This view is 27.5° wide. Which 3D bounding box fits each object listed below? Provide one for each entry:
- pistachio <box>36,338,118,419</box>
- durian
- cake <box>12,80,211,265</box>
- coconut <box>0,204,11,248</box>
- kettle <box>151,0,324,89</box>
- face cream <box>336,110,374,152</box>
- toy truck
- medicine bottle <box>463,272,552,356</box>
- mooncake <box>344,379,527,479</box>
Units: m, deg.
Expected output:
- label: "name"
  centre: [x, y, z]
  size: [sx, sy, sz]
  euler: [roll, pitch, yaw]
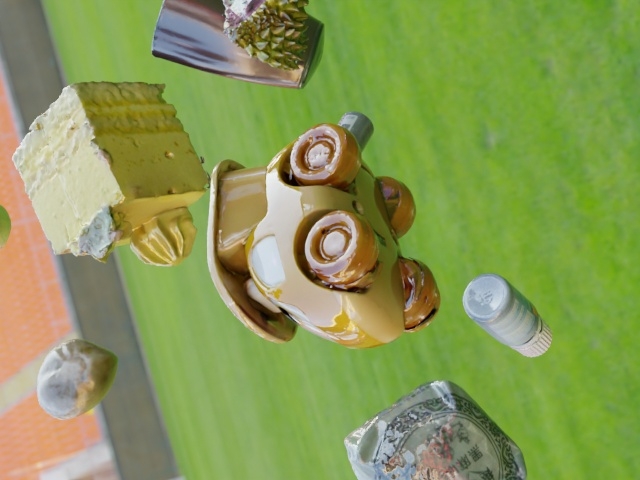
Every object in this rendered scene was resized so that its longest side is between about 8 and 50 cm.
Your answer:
- label: "pistachio"
  centre: [-0.383, 0.220, 2.036]
  size: [0.185, 0.126, 0.108]
  euler: [-44, 71, 45]
- label: "durian"
  centre: [-0.046, -0.278, 1.576]
  size: [0.119, 0.108, 0.186]
  euler: [35, -162, -22]
- label: "cake"
  centre: [-0.333, -0.091, 2.173]
  size: [0.222, 0.227, 0.286]
  euler: [-40, 69, 38]
- label: "coconut"
  centre: [-0.664, -0.029, 2.549]
  size: [0.122, 0.116, 0.116]
  euler: [97, 156, -83]
- label: "kettle"
  centre: [-0.111, -0.296, 1.900]
  size: [0.202, 0.232, 0.144]
  euler: [-105, 35, -87]
- label: "face cream"
  centre: [0.024, -0.143, 2.558]
  size: [0.073, 0.073, 0.283]
  euler: [85, -154, -43]
- label: "toy truck"
  centre: [0.000, 0.000, 1.539]
  size: [0.204, 0.212, 0.288]
  euler: [37, -144, -50]
- label: "medicine bottle"
  centre: [0.300, 0.124, 2.065]
  size: [0.203, 0.083, 0.083]
  euler: [40, -159, -51]
- label: "mooncake"
  centre: [0.196, 0.377, 2.218]
  size: [0.250, 0.254, 0.136]
  euler: [52, 175, -1]
